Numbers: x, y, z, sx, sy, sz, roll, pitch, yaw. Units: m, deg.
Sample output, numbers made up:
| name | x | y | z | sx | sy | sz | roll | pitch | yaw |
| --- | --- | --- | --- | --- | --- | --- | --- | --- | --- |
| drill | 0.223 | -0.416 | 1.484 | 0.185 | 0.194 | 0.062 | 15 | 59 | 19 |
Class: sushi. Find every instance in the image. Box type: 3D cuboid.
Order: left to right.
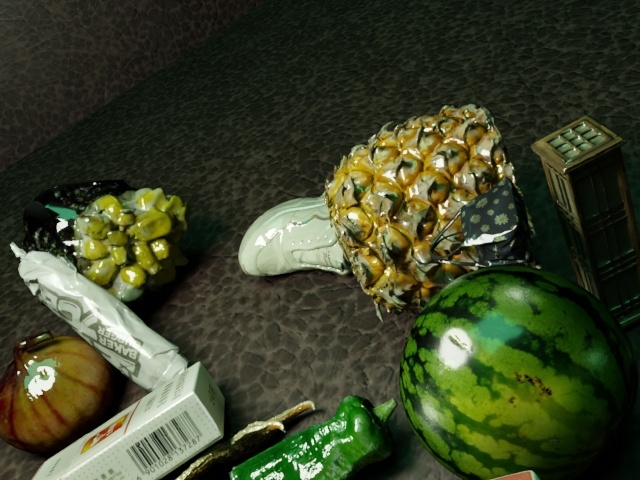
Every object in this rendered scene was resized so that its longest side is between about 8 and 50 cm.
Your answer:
| name | x | y | z | sx | sy | sz | roll | pitch | yaw |
| --- | --- | --- | --- | --- | --- | --- | --- | --- | --- |
| sushi | -0.451 | 0.029 | 1.546 | 0.285 | 0.328 | 0.328 | 14 | 12 | 18 |

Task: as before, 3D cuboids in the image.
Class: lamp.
| name | x | y | z | sx | sy | sz | roll | pitch | yaw |
| --- | --- | --- | --- | --- | --- | --- | --- | --- | --- |
| lamp | 0.383 | -0.010 | 0.959 | 0.089 | 0.325 | 0.090 | -28 | 34 | 2 |

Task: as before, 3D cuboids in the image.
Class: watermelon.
| name | x | y | z | sx | sy | sz | roll | pitch | yaw |
| --- | --- | --- | --- | --- | --- | --- | --- | --- | --- |
| watermelon | 0.242 | 0.168 | 0.871 | 0.285 | 0.285 | 0.285 | -19 | 36 | 15 |

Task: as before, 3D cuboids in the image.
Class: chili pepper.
| name | x | y | z | sx | sy | sz | roll | pitch | yaw |
| --- | --- | --- | --- | --- | --- | --- | --- | --- | --- |
| chili pepper | 0.003 | 0.317 | 1.017 | 0.270 | 0.099 | 0.136 | -33 | 23 | 0 |

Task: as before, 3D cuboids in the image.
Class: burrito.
| name | x | y | z | sx | sy | sz | roll | pitch | yaw |
| --- | --- | --- | --- | --- | --- | --- | --- | --- | --- |
| burrito | -0.429 | 0.145 | 1.342 | 0.445 | 0.139 | 0.101 | 37 | 66 | 11 |

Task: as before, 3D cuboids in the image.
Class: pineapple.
| name | x | y | z | sx | sy | sz | roll | pitch | yaw |
| --- | --- | --- | --- | --- | --- | --- | --- | --- | --- |
| pineapple | 0.176 | -0.041 | 1.142 | 0.300 | 0.352 | 0.352 | -24 | 35 | 6 |

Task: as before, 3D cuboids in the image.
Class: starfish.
| name | x | y | z | sx | sy | sz | roll | pitch | yaw |
| --- | --- | --- | --- | --- | --- | --- | --- | --- | --- |
| starfish | -0.123 | 0.317 | 1.094 | 0.247 | 0.138 | 0.050 | -35 | 80 | 0 |

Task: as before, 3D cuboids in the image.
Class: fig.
| name | x | y | z | sx | sy | sz | roll | pitch | yaw |
| --- | --- | --- | --- | --- | --- | --- | --- | --- | --- |
| fig | -0.521 | 0.288 | 1.346 | 0.235 | 0.214 | 0.235 | -25 | 51 | 35 |

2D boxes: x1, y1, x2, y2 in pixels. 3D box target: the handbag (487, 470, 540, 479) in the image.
| name | x | y | z | sx | sy | sz | roll | pitch | yaw |
| --- | --- | --- | --- | --- | --- | --- | --- | --- | --- |
| handbag | 0.138 | 0.389 | 0.778 | 0.298 | 0.171 | 0.151 | -22 | 39 | 17 |

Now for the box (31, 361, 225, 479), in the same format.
| name | x | y | z | sx | sy | sz | roll | pitch | yaw |
| --- | --- | --- | --- | --- | --- | --- | --- | --- | --- |
| box | -0.318 | 0.345 | 1.141 | 0.330 | 0.095 | 0.210 | -34 | 6 | -4 |

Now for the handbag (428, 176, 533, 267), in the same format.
| name | x | y | z | sx | sy | sz | roll | pitch | yaw |
| --- | --- | --- | --- | --- | --- | --- | --- | --- | --- |
| handbag | 0.211 | -0.007 | 0.939 | 0.139 | 0.072 | 0.115 | -23 | 36 | 25 |

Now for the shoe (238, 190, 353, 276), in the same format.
| name | x | y | z | sx | sy | sz | roll | pitch | yaw |
| --- | --- | --- | --- | --- | --- | --- | --- | --- | --- |
| shoe | 0.000 | 0.000 | 1.389 | 0.342 | 0.132 | 0.210 | -25 | 32 | 0 |
